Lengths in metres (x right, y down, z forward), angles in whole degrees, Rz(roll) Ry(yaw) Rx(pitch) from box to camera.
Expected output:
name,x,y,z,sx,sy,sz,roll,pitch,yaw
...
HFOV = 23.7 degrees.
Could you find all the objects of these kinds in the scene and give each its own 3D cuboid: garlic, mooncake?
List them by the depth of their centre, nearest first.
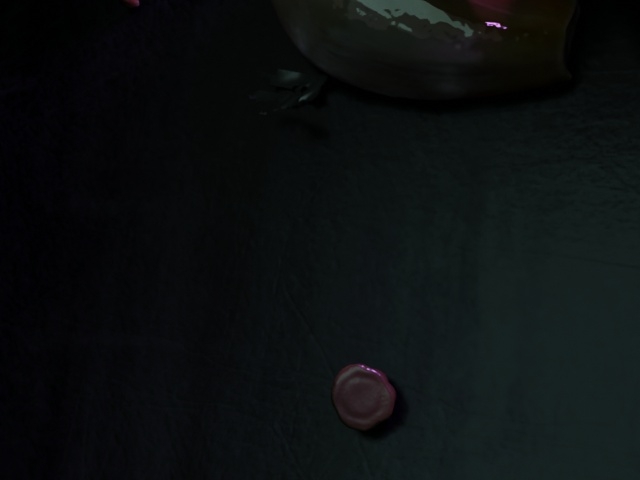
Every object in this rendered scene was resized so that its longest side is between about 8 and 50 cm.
name,x,y,z,sx,sy,sz,roll,pitch,yaw
mooncake,0.000,-0.005,1.346,0.150,0.057,0.347,3,70,3
garlic,0.078,-0.205,1.365,0.318,0.112,0.143,19,75,12

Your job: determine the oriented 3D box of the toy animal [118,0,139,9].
name,x,y,z,sx,sy,sz,roll,pitch,yaw
toy animal,-0.194,-0.392,1.439,0.157,0.097,0.312,19,94,-11
